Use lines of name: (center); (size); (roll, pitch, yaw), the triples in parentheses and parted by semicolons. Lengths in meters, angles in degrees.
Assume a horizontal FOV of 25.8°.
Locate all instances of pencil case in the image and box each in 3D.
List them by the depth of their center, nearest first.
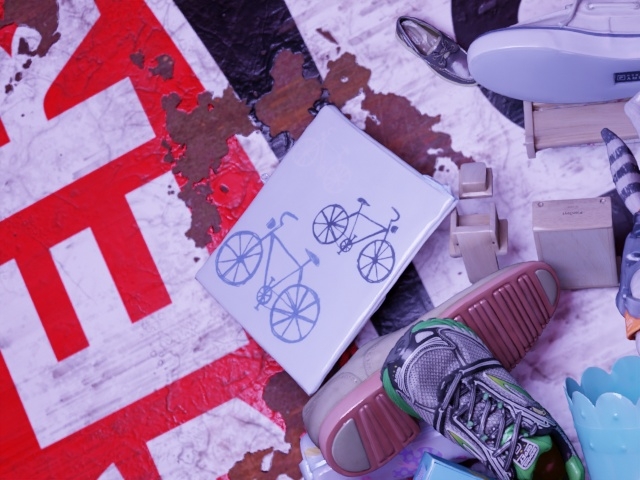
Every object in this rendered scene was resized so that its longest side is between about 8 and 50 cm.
pencil case: (0.110, 0.280, 1.926); (0.273, 0.124, 0.113); (-20, 90, 11)

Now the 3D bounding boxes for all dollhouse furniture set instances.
dollhouse furniture set: (0.337, -0.124, 1.959); (0.303, 0.174, 0.355); (-4, 58, 12)

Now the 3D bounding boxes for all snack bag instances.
snack bag: (0.000, 0.000, 1.961); (0.342, 0.037, 0.323); (-54, 46, 4)

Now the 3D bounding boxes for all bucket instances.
bucket: (0.455, 0.244, 1.772); (0.281, 0.281, 0.183); (-12, 93, 12)

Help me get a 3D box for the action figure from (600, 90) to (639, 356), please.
action figure: (0.432, 0.019, 1.711); (0.178, 0.341, 0.330); (-2, 67, 20)

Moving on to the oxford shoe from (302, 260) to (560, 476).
oxford shoe: (0.139, 0.142, 1.861); (0.397, 0.146, 0.140); (-34, 120, -10)

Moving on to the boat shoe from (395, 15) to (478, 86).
boat shoe: (0.168, -0.274, 2.020); (0.152, 0.049, 0.056); (33, 91, 15)

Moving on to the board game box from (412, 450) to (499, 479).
board game box: (0.249, 0.458, 1.839); (0.336, 0.079, 0.254); (22, 88, -4)

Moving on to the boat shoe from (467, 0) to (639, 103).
boat shoe: (0.380, -0.284, 1.862); (0.367, 0.136, 0.156); (-2, 59, 11)

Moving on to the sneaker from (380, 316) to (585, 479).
sneaker: (0.217, 0.215, 1.753); (0.343, 0.146, 0.134); (36, 91, -29)
